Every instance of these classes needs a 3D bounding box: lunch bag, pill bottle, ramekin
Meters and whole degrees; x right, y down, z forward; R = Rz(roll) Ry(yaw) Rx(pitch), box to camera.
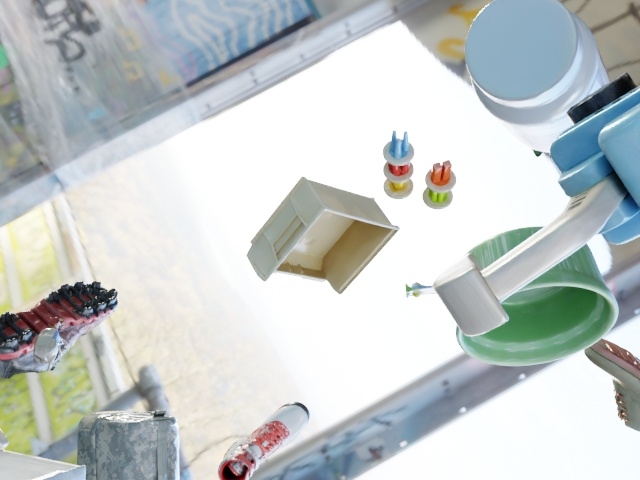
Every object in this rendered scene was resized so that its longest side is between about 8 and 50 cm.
[{"bbox_3d":[-0.451,0.571,2.184,0.256,0.212,0.305,-11,-103,49],"label":"lunch bag"},{"bbox_3d":[0.404,-0.303,1.639,0.224,0.224,0.392,60,17,17],"label":"pill bottle"},{"bbox_3d":[0.401,0.105,1.715,0.303,0.303,0.148,67,15,-52],"label":"ramekin"}]

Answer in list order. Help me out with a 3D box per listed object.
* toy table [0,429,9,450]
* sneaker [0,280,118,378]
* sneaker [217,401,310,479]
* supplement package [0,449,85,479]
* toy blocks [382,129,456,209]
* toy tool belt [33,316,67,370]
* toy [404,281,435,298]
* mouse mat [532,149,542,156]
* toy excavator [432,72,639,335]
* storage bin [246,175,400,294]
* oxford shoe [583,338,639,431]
[{"bbox_3d":[-0.682,0.283,1.604,0.252,0.274,0.161,57,12,18],"label":"toy table"},{"bbox_3d":[-0.497,0.169,1.649,0.097,0.276,0.135,37,-48,25],"label":"sneaker"},{"bbox_3d":[-0.143,0.516,2.223,0.090,0.270,0.145,52,20,-5],"label":"sneaker"},{"bbox_3d":[-0.402,0.330,0.983,0.203,0.194,0.149,-3,95,-63],"label":"supplement package"},{"bbox_3d":[0.160,-0.118,1.437,0.123,0.054,0.148,15,-28,12],"label":"toy blocks"},{"bbox_3d":[-0.460,0.177,1.521,0.083,0.052,0.051,-85,172,-47],"label":"toy tool belt"},{"bbox_3d":[0.331,0.104,2.279,0.137,0.237,0.056,85,-6,-80],"label":"toy"},{"bbox_3d":[0.554,-0.315,2.163,0.189,0.007,0.152,-57,-146,40],"label":"mouse mat"},{"bbox_3d":[0.386,-0.072,1.174,0.222,0.433,0.445,57,33,-1],"label":"toy excavator"},{"bbox_3d":[0.000,0.000,2.117,0.262,0.260,0.123,12,36,-45],"label":"storage bin"},{"bbox_3d":[0.761,0.381,2.133,0.397,0.146,0.140,39,15,-10],"label":"oxford shoe"}]
